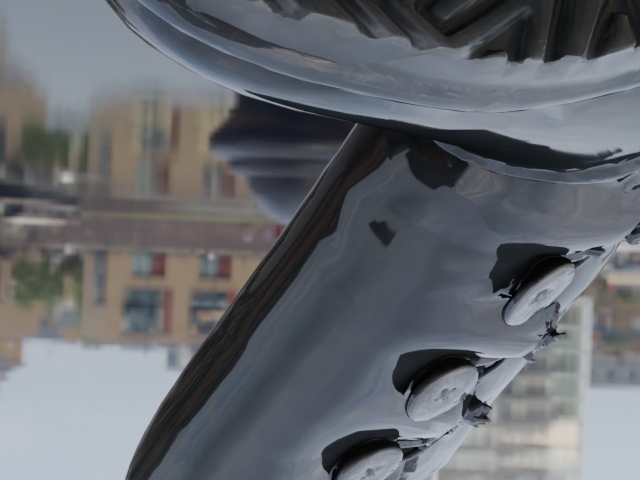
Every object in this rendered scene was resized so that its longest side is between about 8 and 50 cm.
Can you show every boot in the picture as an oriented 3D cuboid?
[{"bbox_3d":[0.002,0.000,0.678,0.367,0.146,0.445,-3,149,-32],"label":"boot"}]
